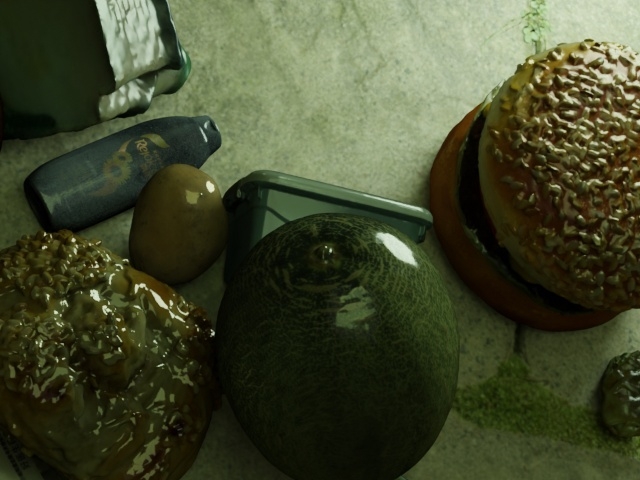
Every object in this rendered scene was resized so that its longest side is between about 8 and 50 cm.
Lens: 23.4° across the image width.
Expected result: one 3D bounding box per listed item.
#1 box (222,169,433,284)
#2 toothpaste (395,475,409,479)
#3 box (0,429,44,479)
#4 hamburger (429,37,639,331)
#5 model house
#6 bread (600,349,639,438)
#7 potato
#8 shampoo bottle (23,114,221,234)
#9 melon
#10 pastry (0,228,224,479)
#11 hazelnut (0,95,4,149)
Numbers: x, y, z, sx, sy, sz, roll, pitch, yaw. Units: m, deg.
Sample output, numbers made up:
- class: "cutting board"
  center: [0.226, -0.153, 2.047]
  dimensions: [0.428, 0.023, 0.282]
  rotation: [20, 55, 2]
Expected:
- class: "box"
  center: [0.000, 0.000, 1.758]
  dimensions: [0.227, 0.162, 0.130]
  rotation: [14, 75, -16]
- class: "toothpaste"
  center: [0.035, 0.257, 1.735]
  dimensions: [0.164, 0.034, 0.046]
  rotation: [32, 62, -6]
- class: "box"
  center: [-0.426, 0.202, 1.566]
  dimensions: [0.214, 0.069, 0.353]
  rotation: [-27, 79, -27]
- class: "hamburger"
  center: [0.311, -0.062, 1.845]
  dimensions: [0.330, 0.250, 0.330]
  rotation: [7, 68, -18]
- class: "model house"
  center: [-0.270, -0.285, 1.745]
  dimensions: [0.284, 0.243, 0.298]
  rotation: [-29, 109, -53]
- class: "bread"
  center: [0.371, 0.187, 1.880]
  dimensions: [0.066, 0.060, 0.110]
  rotation: [31, 59, -41]
- class: "potato"
  center: [-0.157, -0.014, 1.716]
  dimensions: [0.112, 0.147, 0.112]
  rotation: [13, 30, -8]
- class: "shampoo bottle"
  center: [-0.220, -0.081, 1.763]
  dimensions: [0.234, 0.049, 0.087]
  rotation: [-26, 84, -27]
- class: "melon"
  center: [0.019, 0.121, 1.588]
  dimensions: [0.248, 0.329, 0.248]
  rotation: [-5, 43, 5]
- class: "pastry"
  center: [-0.229, 0.120, 1.584]
  dimensions: [0.311, 0.162, 0.255]
  rotation: [36, 42, -18]
- class: "hazelnut"
  center: [-0.451, -0.113, 1.594]
  dimensions: [0.251, 0.217, 0.217]
  rotation: [-17, 76, -5]
